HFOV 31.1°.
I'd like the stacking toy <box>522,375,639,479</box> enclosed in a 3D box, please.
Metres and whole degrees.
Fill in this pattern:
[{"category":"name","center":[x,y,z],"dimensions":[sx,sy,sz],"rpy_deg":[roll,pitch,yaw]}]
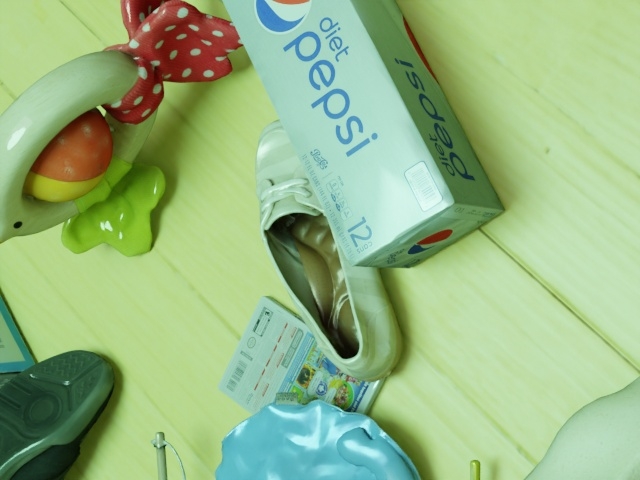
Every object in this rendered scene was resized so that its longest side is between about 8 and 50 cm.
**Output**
[{"category":"stacking toy","center":[0.322,0.267,0.568],"dimensions":[0.350,0.350,0.480],"rpy_deg":[-42,86,22]}]

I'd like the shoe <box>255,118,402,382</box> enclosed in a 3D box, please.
[{"category":"shoe","center":[0.000,0.000,0.855],"dimensions":[0.076,0.058,0.219],"rpy_deg":[-31,70,23]}]

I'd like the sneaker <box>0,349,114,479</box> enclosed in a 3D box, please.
[{"category":"sneaker","center":[-0.247,0.202,0.984],"dimensions":[0.087,0.130,0.227],"rpy_deg":[27,73,32]}]

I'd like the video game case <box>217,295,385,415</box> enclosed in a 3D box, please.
[{"category":"video game case","center":[-0.017,0.110,0.890],"dimensions":[0.122,0.011,0.087],"rpy_deg":[32,103,27]}]

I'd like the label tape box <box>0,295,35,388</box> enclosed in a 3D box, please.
[{"category":"label tape box","center":[-0.450,0.114,1.081],"dimensions":[0.333,0.106,0.241],"rpy_deg":[-39,71,23]}]

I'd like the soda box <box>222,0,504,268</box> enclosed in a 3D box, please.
[{"category":"soda box","center":[0.018,-0.124,0.830],"dimensions":[0.091,0.098,0.286],"rpy_deg":[-33,72,25]}]

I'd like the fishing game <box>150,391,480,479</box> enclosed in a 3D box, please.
[{"category":"fishing game","center":[-0.004,0.206,0.859],"dimensions":[0.264,0.041,0.189],"rpy_deg":[-3,94,22]}]

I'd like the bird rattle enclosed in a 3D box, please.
[{"category":"bird rattle","center":[-0.169,-0.079,0.874],"dimensions":[0.143,0.207,0.253],"rpy_deg":[48,130,6]}]
